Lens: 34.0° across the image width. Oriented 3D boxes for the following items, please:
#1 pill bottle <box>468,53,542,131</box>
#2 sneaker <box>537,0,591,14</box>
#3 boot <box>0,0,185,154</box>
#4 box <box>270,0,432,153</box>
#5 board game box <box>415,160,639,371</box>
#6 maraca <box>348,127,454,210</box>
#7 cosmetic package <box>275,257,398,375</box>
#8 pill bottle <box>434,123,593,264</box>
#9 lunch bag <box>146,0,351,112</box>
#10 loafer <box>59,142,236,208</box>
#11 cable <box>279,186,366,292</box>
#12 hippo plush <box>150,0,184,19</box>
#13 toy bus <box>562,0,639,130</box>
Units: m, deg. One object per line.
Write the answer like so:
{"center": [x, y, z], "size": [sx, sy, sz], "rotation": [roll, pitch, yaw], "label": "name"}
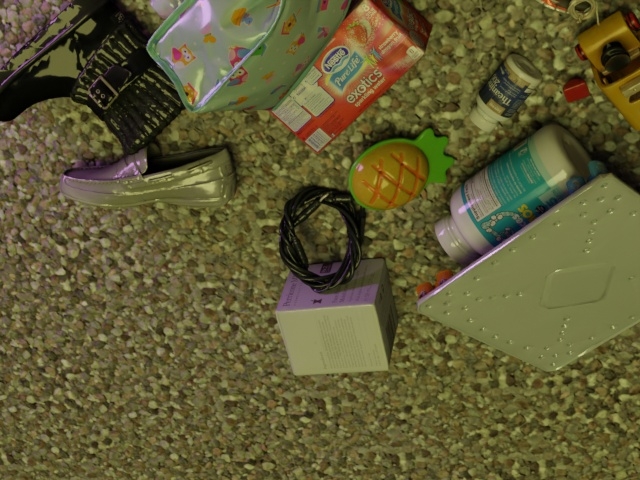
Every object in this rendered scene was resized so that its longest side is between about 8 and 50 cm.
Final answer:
{"center": [0.290, -0.232, 1.665], "size": [0.067, 0.067, 0.120], "rotation": [32, 123, -8], "label": "pill bottle"}
{"center": [0.341, -0.388, 1.562], "size": [0.158, 0.061, 0.064], "rotation": [22, 117, -3], "label": "sneaker"}
{"center": [-0.400, -0.241, 1.778], "size": [0.348, 0.131, 0.260], "rotation": [-32, 110, 27], "label": "boot"}
{"center": [0.042, -0.278, 1.659], "size": [0.128, 0.122, 0.257], "rotation": [40, 121, -14], "label": "box"}
{"center": [0.418, 0.058, 1.735], "size": [0.390, 0.050, 0.390], "rotation": [26, 129, -38], "label": "board game box"}
{"center": [0.135, -0.118, 1.759], "size": [0.186, 0.099, 0.127], "rotation": [-23, 123, -4], "label": "maraca"}
{"center": [0.033, 0.140, 1.908], "size": [0.184, 0.151, 0.151], "rotation": [-5, 121, 15], "label": "cosmetic package"}
{"center": [0.316, -0.064, 1.719], "size": [0.264, 0.146, 0.146], "rotation": [-36, 108, 30], "label": "pill bottle"}
{"center": [-0.083, -0.316, 1.505], "size": [0.262, 0.223, 0.160], "rotation": [-44, 76, 29], "label": "lunch bag"}
{"center": [-0.307, -0.121, 1.854], "size": [0.320, 0.112, 0.111], "rotation": [-1, 117, 5], "label": "loafer"}
{"center": [0.000, 0.000, 1.842], "size": [0.151, 0.047, 0.184], "rotation": [10, 91, -6], "label": "cable"}
{"center": [-0.236, -0.476, 1.531], "size": [0.237, 0.234, 0.294], "rotation": [29, 143, 7], "label": "hippo plush"}
{"center": [0.461, -0.255, 1.567], "size": [0.202, 0.104, 0.191], "rotation": [1, 137, -5], "label": "toy bus"}
